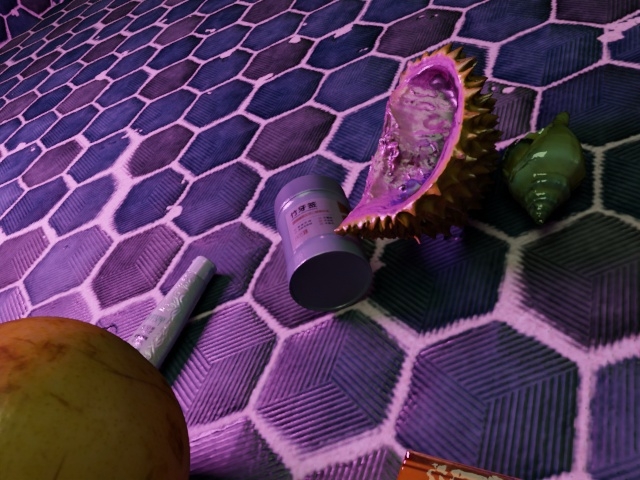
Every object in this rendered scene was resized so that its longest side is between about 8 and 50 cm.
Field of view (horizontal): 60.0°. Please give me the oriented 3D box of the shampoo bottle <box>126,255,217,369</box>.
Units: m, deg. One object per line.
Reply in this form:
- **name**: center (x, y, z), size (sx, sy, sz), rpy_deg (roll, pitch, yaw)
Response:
- **shampoo bottle**: center (-0.202, 0.103, 0.743), size (0.069, 0.041, 0.190), rpy_deg (2, 48, 38)

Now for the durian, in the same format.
- **durian**: center (0.153, -0.107, 0.666), size (0.154, 0.186, 0.260), rpy_deg (-2, 71, 41)

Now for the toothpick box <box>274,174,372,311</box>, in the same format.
- **toothpick box**: center (0.000, 0.000, 0.692), size (0.101, 0.101, 0.153), rpy_deg (-23, 42, 6)

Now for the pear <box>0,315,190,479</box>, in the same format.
- **pear**: center (-0.246, 0.204, 0.470), size (0.281, 0.280, 0.280), rpy_deg (-16, 42, 14)

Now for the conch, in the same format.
- **conch**: center (0.263, -0.092, 0.662), size (0.095, 0.079, 0.200), rpy_deg (-16, 27, 24)

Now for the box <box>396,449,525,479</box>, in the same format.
- **box**: center (0.099, 0.279, 0.370), size (0.152, 0.070, 0.237), rpy_deg (2, 47, 32)
